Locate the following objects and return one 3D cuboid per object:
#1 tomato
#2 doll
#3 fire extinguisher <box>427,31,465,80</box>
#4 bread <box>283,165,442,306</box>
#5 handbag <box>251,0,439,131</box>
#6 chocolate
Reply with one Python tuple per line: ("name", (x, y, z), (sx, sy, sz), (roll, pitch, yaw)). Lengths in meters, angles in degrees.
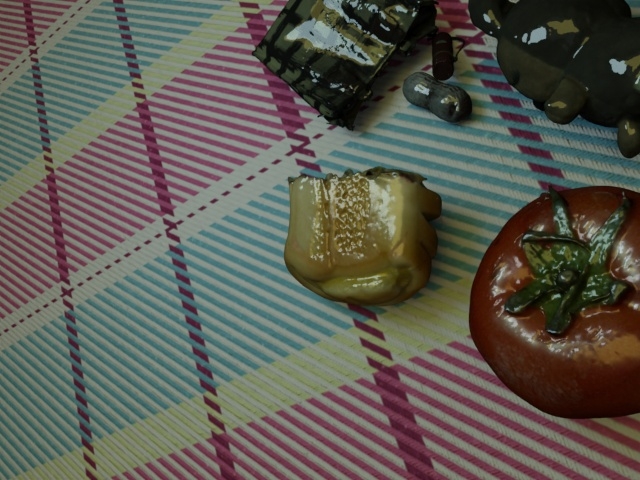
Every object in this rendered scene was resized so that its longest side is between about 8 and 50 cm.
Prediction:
("tomato", (0.398, 0.094, 0.729), (0.341, 0.272, 0.342), (-18, 60, 34))
("doll", (0.456, -0.368, 0.776), (0.382, 0.252, 0.379), (53, 135, 29))
("fire extinguisher", (0.261, -0.393, 1.010), (0.078, 0.045, 0.157), (0, 48, 12))
("bread", (0.087, -0.004, 0.956), (0.315, 0.211, 0.270), (-1, 89, 32))
("handbag", (0.044, -0.452, 1.086), (0.325, 0.162, 0.327), (-50, 59, 13))
("chocolate", (0.241, -0.295, 1.004), (0.167, 0.072, 0.072), (36, 97, 32))
